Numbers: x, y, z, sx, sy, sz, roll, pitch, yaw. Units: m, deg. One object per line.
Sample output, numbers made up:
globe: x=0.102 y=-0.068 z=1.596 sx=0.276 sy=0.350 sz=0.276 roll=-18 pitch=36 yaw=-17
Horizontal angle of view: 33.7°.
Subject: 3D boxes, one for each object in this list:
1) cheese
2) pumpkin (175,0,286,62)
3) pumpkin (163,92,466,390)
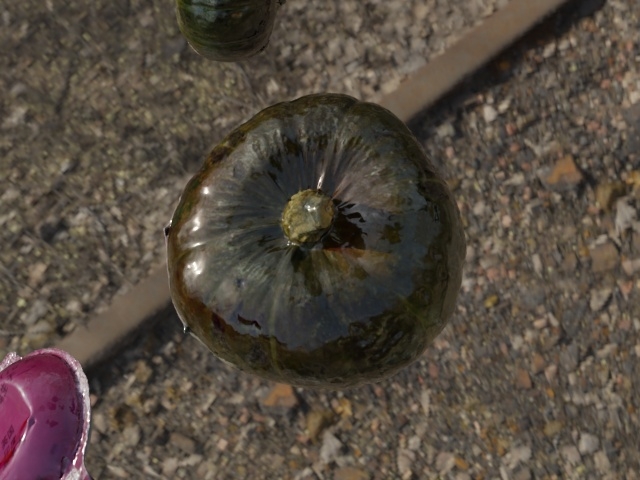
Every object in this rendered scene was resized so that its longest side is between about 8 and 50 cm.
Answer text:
cheese: x=-0.212 y=0.174 z=0.803 sx=0.155 sy=0.062 sz=0.244 roll=-54 pitch=45 yaw=9
pumpkin: x=-0.122 y=-0.361 z=1.455 sx=0.159 sy=0.238 sz=0.237 roll=1 pitch=61 yaw=-10
pumpkin: x=-0.001 y=0.000 z=0.885 sx=0.260 sy=0.189 sz=0.260 roll=-3 pitch=74 yaw=9
